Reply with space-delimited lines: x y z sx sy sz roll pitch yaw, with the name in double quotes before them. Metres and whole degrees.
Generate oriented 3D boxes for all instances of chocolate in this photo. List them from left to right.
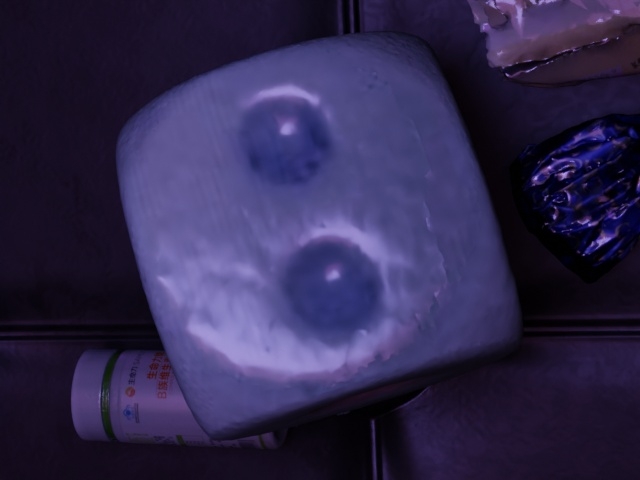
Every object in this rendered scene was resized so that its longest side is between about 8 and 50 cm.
"chocolate" 0.322 -0.101 1.342 0.343 0.148 0.126 -33 46 17

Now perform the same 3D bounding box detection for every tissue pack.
"tissue pack" 0.255 -0.194 1.292 0.256 0.215 0.123 -14 93 15

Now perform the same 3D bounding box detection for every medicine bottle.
"medicine bottle" -0.123 0.141 1.497 0.183 0.086 0.086 1 98 12

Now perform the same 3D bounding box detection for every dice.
"dice" 0.000 0.000 1.323 0.264 0.268 0.262 -18 82 2
